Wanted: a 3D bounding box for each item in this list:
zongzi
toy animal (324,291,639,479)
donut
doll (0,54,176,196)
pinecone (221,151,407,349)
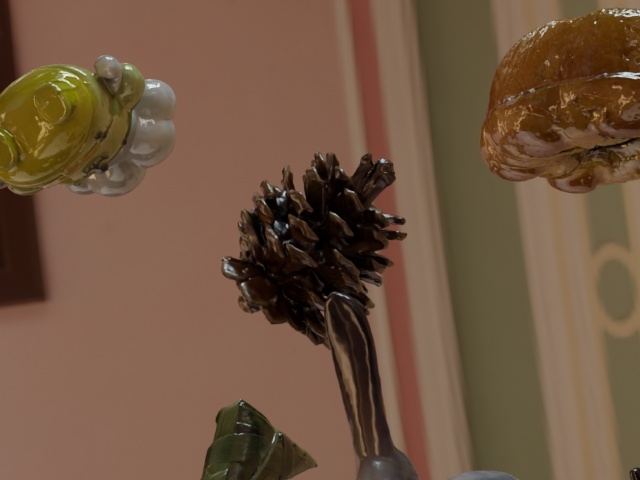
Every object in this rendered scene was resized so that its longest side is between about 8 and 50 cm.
[{"bbox_3d":[-0.052,0.214,1.417,0.055,0.119,0.109,-19,-137,41],"label":"zongzi"},{"bbox_3d":[0.100,0.165,0.712,0.090,0.324,0.195,-22,-124,37],"label":"toy animal"},{"bbox_3d":[0.335,-0.153,1.872,0.317,0.299,0.150,-10,-110,40],"label":"donut"},{"bbox_3d":[-0.136,-0.062,0.925,0.106,0.162,0.062,-39,-99,13],"label":"doll"},{"bbox_3d":[-0.002,-0.002,1.712,0.185,0.168,0.212,-23,137,-81],"label":"pinecone"}]
